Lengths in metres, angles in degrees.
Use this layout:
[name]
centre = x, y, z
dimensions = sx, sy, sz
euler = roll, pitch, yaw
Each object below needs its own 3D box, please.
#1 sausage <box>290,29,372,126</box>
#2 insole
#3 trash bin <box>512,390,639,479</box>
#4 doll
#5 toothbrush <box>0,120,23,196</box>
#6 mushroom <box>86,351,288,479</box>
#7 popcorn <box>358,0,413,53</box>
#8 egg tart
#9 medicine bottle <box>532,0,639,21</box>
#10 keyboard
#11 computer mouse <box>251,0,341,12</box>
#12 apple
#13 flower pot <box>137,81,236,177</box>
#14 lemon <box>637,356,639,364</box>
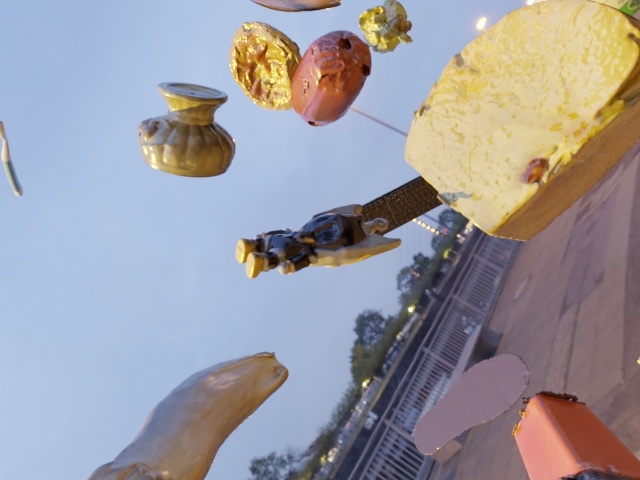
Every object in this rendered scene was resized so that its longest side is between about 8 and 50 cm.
[sausage]
centre = 0.018, -0.358, 1.042
dimensions = 0.152, 0.152, 0.279
euler = -55, 7, -15
[insole]
centre = 0.295, 0.337, 0.939
dimensions = 0.328, 0.007, 0.111
euler = -54, 33, 30
[trash bin]
centre = 0.417, 0.376, 0.763
dimensions = 0.239, 0.184, 0.161
euler = -89, 12, -71
[doll]
centre = 0.002, 0.003, 0.876
dimensions = 0.316, 0.145, 0.103
euler = -12, -77, -28
[toothbrush]
centre = -0.490, -0.121, 0.723
dimensions = 0.024, 0.018, 0.257
euler = -4, -14, -27
[mushroom]
centre = -0.146, 0.229, 0.572
dimensions = 0.351, 0.122, 0.095
euler = -30, -66, -71
[popcorn]
centre = 0.188, -0.601, 1.306
dimensions = 0.136, 0.162, 0.142
euler = 96, -170, -62
[egg tart]
centre = -0.129, -0.458, 1.212
dimensions = 0.106, 0.241, 0.241
euler = -51, -17, -38
[medicine bottle]
centre = 0.487, -0.375, 0.770
dimensions = 0.139, 0.237, 0.139
euler = -44, 1, 1
[keyboard]
centre = 0.218, -0.093, 1.136
dimensions = 0.309, 0.101, 0.018
euler = -27, 19, -2
[computer mouse]
centre = -0.071, -0.358, 0.606
dimensions = 0.245, 0.125, 0.056
euler = 10, -88, -56
[apple]
centre = 0.314, -0.158, 0.658
dimensions = 0.309, 0.314, 0.252
euler = -53, 12, 22
[flower pot]
centre = -0.417, -0.360, 1.461
dimensions = 0.307, 0.307, 0.244
euler = -33, -39, -59
[lemon]
centre = 0.540, 0.169, 0.697
dimensions = 0.082, 0.110, 0.082
euler = -15, -90, -83
